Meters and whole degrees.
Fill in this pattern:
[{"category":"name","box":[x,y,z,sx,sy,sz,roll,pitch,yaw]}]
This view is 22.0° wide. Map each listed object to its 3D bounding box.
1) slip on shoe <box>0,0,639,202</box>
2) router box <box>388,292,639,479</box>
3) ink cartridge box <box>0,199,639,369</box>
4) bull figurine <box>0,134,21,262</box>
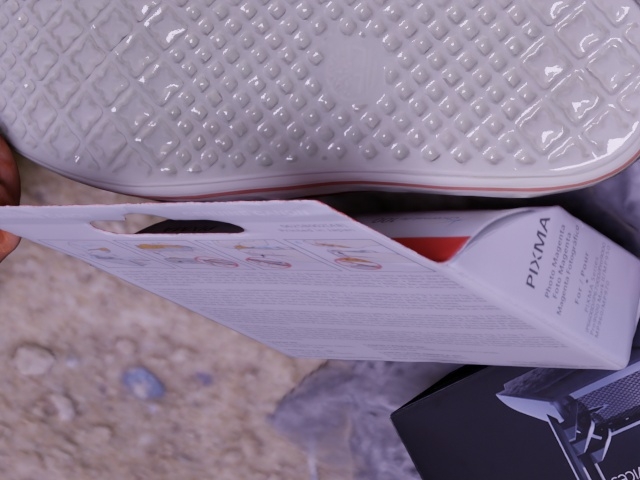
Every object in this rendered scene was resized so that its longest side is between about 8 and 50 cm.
[{"category":"slip on shoe","box":[-0.012,-0.073,0.702,0.331,0.101,0.123,6,90,20]},{"category":"router box","box":[0.220,0.118,0.744,0.309,0.081,0.243,-28,87,29]},{"category":"ink cartridge box","box":[0.000,0.000,0.683,0.189,0.066,0.232,-1,158,37]},{"category":"bull figurine","box":[-0.239,0.005,0.784,0.188,0.101,0.310,37,141,-9]}]
